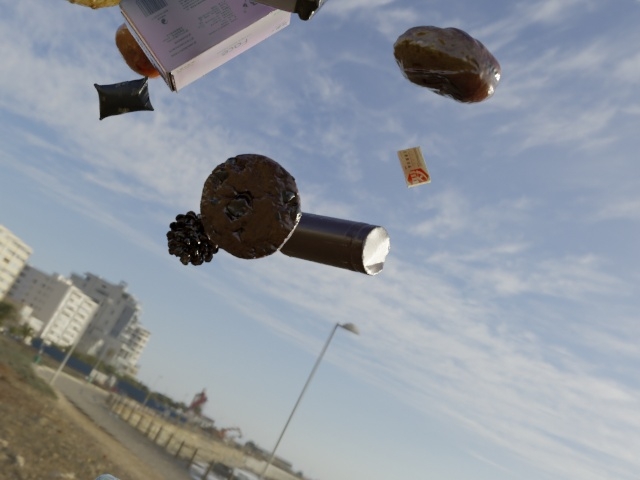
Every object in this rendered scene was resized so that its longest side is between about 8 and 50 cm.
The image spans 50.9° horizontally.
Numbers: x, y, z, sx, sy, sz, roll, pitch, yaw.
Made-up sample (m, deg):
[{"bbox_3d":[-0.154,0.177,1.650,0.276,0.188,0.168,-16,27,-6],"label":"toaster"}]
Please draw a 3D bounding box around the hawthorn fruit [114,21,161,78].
[{"bbox_3d":[-0.395,-0.464,1.713,0.285,0.165,0.165,40,-14,17],"label":"hawthorn fruit"}]

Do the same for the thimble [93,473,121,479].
[{"bbox_3d":[-0.305,0.483,0.961,0.150,0.270,0.271,24,-18,5],"label":"thimble"}]

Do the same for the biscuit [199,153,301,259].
[{"bbox_3d":[-0.126,-0.060,1.209,0.192,0.192,0.049,27,9,0],"label":"biscuit"}]

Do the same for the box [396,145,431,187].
[{"bbox_3d":[0.221,-0.175,1.595,0.058,0.093,0.015,-13,-16,-7],"label":"box"}]

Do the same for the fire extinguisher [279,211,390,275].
[{"bbox_3d":[0.000,0.000,1.579,0.337,0.114,0.135,12,-16,38],"label":"fire extinguisher"}]

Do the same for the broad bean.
[{"bbox_3d":[0.260,-0.365,1.390,0.229,0.122,0.156,28,-11,16],"label":"broad bean"}]

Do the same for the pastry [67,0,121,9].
[{"bbox_3d":[-0.419,-0.555,1.295,0.236,0.257,0.120,42,26,-81],"label":"pastry"}]

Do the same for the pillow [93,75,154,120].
[{"bbox_3d":[-0.497,-0.362,1.704,0.150,0.090,0.048,-9,-13,7],"label":"pillow"}]

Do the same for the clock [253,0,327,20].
[{"bbox_3d":[-0.087,-0.339,0.767,0.253,0.186,0.083,18,-55,3],"label":"clock"}]

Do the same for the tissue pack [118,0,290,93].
[{"bbox_3d":[-0.185,-0.375,1.121,0.148,0.246,0.092,56,-11,5],"label":"tissue pack"}]

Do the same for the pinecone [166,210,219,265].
[{"bbox_3d":[-0.312,-0.002,1.642,0.140,0.121,0.140,6,-64,12],"label":"pinecone"}]
